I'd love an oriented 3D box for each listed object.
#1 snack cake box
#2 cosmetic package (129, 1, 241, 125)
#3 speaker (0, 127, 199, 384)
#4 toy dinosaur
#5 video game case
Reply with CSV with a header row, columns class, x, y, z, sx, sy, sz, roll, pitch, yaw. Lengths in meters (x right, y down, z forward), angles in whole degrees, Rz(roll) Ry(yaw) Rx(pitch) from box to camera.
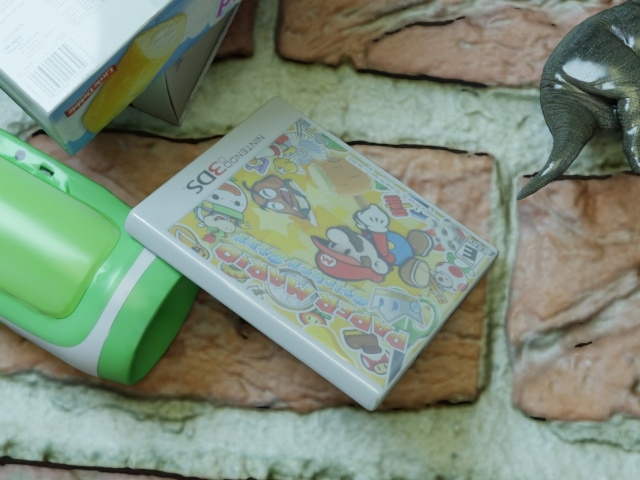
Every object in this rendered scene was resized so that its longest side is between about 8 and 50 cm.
class,x,y,z,sx,sy,sz,roll,pitch,yaw
snack cake box,-0.143,-0.211,1.003,0.152,0.089,0.264,43,80,13
cosmetic package,-0.221,-0.228,1.122,0.296,0.129,0.153,24,75,8
speaker,-0.243,-0.009,1.064,0.296,0.131,0.131,29,77,8
toy dinosaur,0.256,-0.136,1.115,0.313,0.121,0.160,-42,66,-5
video game case,0.000,0.000,1.052,0.227,0.026,0.206,36,43,9
